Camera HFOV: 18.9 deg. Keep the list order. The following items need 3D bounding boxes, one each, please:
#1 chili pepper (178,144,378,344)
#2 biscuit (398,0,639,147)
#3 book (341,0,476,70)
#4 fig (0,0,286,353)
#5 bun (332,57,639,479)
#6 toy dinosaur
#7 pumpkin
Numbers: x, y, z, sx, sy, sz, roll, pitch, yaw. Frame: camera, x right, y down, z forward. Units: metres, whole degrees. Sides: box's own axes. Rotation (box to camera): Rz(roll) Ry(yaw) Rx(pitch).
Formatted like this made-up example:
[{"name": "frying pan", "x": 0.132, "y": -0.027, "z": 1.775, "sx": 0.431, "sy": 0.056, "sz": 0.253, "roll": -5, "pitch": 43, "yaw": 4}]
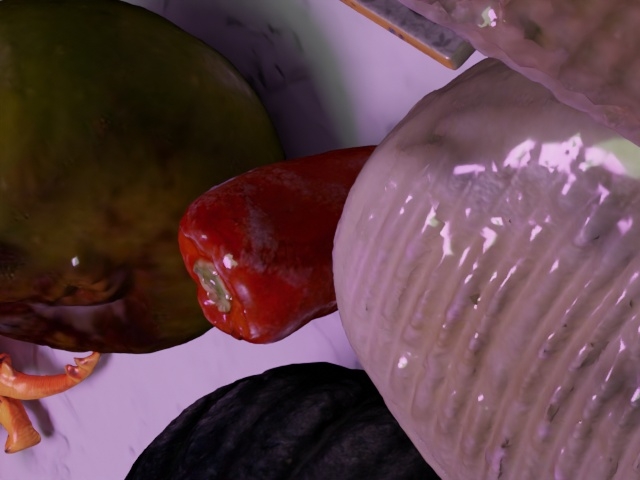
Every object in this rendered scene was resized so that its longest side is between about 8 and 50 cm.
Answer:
[{"name": "chili pepper", "x": 0.000, "y": 0.000, "z": 0.795, "sx": 0.070, "sy": 0.123, "sz": 0.073, "roll": -14, "pitch": 94, "yaw": 51}, {"name": "biscuit", "x": 0.076, "y": -0.107, "z": 0.459, "sx": 0.426, "sy": 0.078, "sz": 0.144, "roll": 27, "pitch": 124, "yaw": -17}, {"name": "book", "x": 0.027, "y": -0.144, "z": 0.713, "sx": 0.172, "sy": 0.118, "sz": 0.012, "roll": 36, "pitch": 173, "yaw": 36}, {"name": "fig", "x": -0.111, "y": -0.035, "z": 0.884, "sx": 0.191, "sy": 0.181, "sz": 0.181, "roll": -113, "pitch": 28, "yaw": -46}, {"name": "bun", "x": 0.120, "y": 0.020, "z": 0.660, "sx": 0.237, "sy": 0.116, "sz": 0.210, "roll": 26, "pitch": 132, "yaw": 22}, {"name": "toy dinosaur", "x": -0.226, "y": 0.089, "z": 1.178, "sx": 0.288, "sy": 0.070, "sz": 0.117, "roll": -39, "pitch": 76, "yaw": 48}, {"name": "pumpkin", "x": 0.008, "y": 0.161, "z": 0.836, "sx": 0.220, "sy": 0.162, "sz": 0.221, "roll": 20, "pitch": 125, "yaw": 32}]
